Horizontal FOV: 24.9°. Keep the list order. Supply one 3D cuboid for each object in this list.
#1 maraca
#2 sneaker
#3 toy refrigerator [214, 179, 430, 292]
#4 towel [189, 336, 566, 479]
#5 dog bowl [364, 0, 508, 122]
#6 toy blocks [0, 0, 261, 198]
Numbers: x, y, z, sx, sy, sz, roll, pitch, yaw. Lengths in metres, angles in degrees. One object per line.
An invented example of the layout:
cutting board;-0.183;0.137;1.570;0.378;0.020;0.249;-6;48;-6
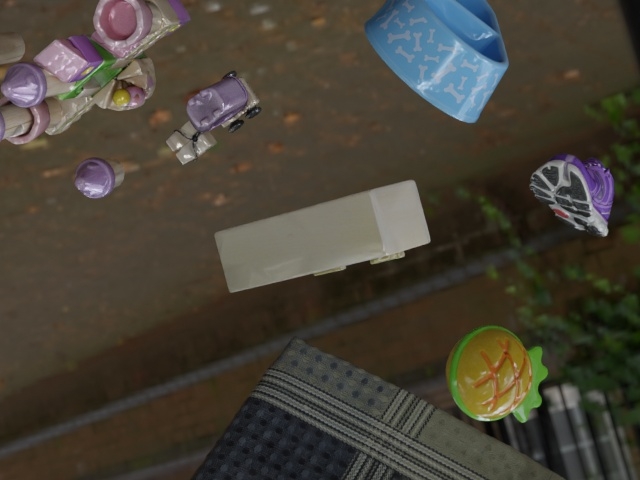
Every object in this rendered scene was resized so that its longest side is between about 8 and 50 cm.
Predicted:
maraca;0.238;0.180;1.929;0.186;0.127;0.099;18;176;-40
sneaker;0.265;-0.060;1.496;0.068;0.071;0.170;19;173;24
toy refrigerator;0.000;0.000;1.877;0.270;0.094;0.102;-15;180;39
towel;0.033;0.279;1.351;0.312;0.324;0.056;-55;166;-31
dog bowl;0.135;-0.246;1.660;0.074;0.166;0.297;-48;-161;22
toy blocks;-0.297;-0.195;1.766;0.289;0.309;0.260;-36;178;21
